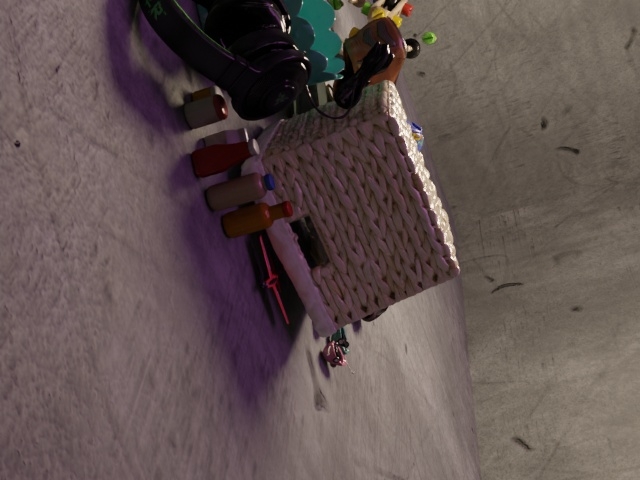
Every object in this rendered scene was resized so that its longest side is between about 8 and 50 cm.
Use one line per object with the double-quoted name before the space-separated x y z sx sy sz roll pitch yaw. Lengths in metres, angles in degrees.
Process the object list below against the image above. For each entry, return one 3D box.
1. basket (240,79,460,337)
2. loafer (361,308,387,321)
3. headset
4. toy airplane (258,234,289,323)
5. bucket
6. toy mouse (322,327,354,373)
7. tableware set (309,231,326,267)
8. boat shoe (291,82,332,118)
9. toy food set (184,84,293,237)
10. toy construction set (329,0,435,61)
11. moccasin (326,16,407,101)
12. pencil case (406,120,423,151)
"basket" 0.060 -0.069 1.697 0.331 0.266 0.328 -81 148 -72
"loafer" 0.083 0.028 2.093 0.095 0.109 0.303 -48 125 -69
"headset" -0.077 -0.300 1.450 0.394 0.185 0.243 25 32 -38
"toy airplane" -0.078 0.058 1.577 0.151 0.028 0.151 -16 90 -77
"bucket" -0.086 -0.384 1.707 0.281 0.183 0.281 -16 90 -76
"toy mouse" 0.026 0.195 1.826 0.161 0.031 0.143 -79 150 -61
"tableware set" 0.000 0.000 1.964 0.141 0.020 0.169 51 28 -54
"boat shoe" -0.033 -0.359 2.073 0.114 0.091 0.303 68 14 -57
"toy food set" -0.123 -0.131 1.444 0.111 0.104 0.232 23 52 -72
"toy construction set" 0.118 -0.606 2.753 0.309 0.257 0.237 54 26 4
"moccasin" 0.078 -0.296 1.966 0.380 0.146 0.139 108 -40 -73
"pencil case" 0.108 -0.102 1.922 0.119 0.133 0.306 -122 -133 -66
